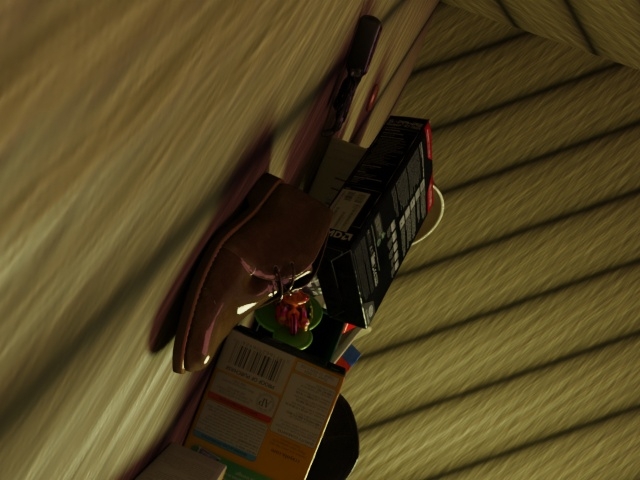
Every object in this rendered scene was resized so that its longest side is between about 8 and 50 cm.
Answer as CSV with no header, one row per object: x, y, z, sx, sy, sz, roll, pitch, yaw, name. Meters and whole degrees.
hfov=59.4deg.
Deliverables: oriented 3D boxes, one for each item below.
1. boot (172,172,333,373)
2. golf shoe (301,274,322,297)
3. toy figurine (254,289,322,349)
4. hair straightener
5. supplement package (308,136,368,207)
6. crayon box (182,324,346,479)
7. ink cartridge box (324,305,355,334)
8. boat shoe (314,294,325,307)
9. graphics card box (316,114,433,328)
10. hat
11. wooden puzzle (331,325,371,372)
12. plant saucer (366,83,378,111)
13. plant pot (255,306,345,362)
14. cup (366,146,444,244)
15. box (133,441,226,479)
-0.071,0.037,0.668,0.112,0.115,0.305,108,7,-47,boot
-0.004,0.095,1.315,0.094,0.198,0.077,-57,-148,33,golf shoe
-0.054,0.082,1.005,0.173,0.130,0.159,-103,-166,-57,toy figurine
0.050,-0.293,1.013,0.231,0.047,0.089,-65,175,11,hair straightener
0.041,-0.075,1.228,0.139,0.133,0.244,89,22,-75,supplement package
-0.110,0.328,0.925,0.083,0.203,0.323,48,64,-85,crayon box
0.032,0.220,1.774,0.078,0.230,0.134,-54,164,-71,ink cartridge box
-0.071,0.260,1.559,0.305,0.109,0.091,-61,177,-34,boat shoe
0.115,-0.042,1.091,0.371,0.094,0.233,-58,150,-33,graphics card box
-0.093,0.400,1.109,0.332,0.331,0.134,-69,-162,4,hat
-0.038,0.366,1.400,0.347,0.080,0.322,-39,179,-35,wooden puzzle
0.157,-0.425,1.679,0.083,0.013,0.084,21,90,-85,plant saucer
-0.056,0.203,1.236,0.234,0.165,0.166,-127,-122,-87,plant pot
0.192,-0.157,1.740,0.331,0.330,0.237,106,-18,-48,cup
-0.204,0.365,0.727,0.170,0.090,0.130,-4,116,-84,box
